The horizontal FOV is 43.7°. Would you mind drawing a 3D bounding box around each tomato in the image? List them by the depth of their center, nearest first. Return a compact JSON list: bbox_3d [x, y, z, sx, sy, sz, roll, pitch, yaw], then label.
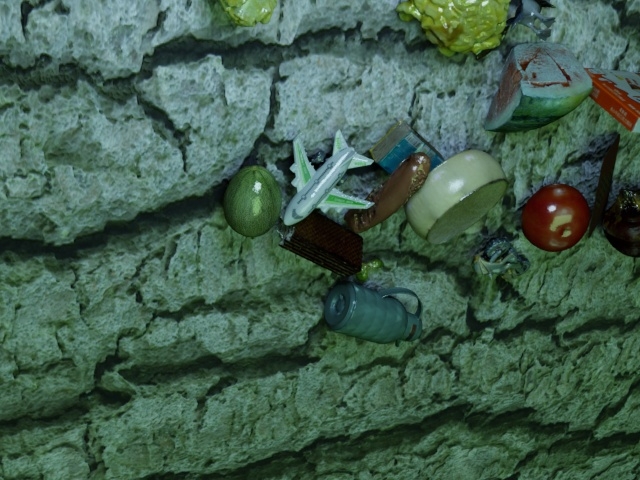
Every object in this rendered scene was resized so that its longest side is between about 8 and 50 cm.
[{"bbox_3d":[0.649,-0.058,2.201,0.195,0.136,0.195,-4,123,-6],"label":"tomato"}]

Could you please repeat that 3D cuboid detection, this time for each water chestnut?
[{"bbox_3d":[0.911,-0.061,2.251,0.224,0.223,0.238,-28,114,1],"label":"water chestnut"}]

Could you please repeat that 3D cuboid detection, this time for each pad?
[{"bbox_3d":[0.780,-0.148,2.197,0.181,0.004,0.267,-45,144,-41],"label":"pad"}]

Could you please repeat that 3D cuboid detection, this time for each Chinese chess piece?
[{"bbox_3d":[0.341,-0.107,2.008,0.270,0.112,0.270,-30,158,-13],"label":"Chinese chess piece"}]

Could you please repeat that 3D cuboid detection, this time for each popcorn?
[{"bbox_3d":[-0.152,-0.496,1.603,0.163,0.141,0.135,3,165,2],"label":"popcorn"},{"bbox_3d":[0.291,-0.501,1.727,0.217,0.181,0.235,-33,123,14],"label":"popcorn"}]

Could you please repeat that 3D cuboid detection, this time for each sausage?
[{"bbox_3d":[0.161,-0.105,1.951,0.079,0.087,0.327,10,148,-31],"label":"sausage"}]

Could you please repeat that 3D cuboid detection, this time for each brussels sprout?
[{"bbox_3d":[0.131,0.075,2.179,0.083,0.046,0.051,-38,125,-3],"label":"brussels sprout"}]

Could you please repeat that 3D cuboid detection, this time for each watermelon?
[{"bbox_3d":[0.511,-0.371,1.947,0.213,0.201,0.262,-8,170,-16],"label":"watermelon"}]

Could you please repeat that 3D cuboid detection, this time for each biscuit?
[{"bbox_3d":[0.000,0.000,2.026,0.252,0.106,0.070,27,143,-32],"label":"biscuit"}]

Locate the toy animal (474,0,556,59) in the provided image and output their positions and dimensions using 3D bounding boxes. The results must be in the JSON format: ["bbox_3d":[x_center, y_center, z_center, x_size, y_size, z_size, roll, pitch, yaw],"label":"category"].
[{"bbox_3d":[0.471,-0.512,1.819,0.197,0.160,0.272,1,131,-23],"label":"toy animal"}]

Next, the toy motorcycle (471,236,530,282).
[{"bbox_3d":[0.510,0.063,2.281,0.130,0.094,0.229,-39,141,16],"label":"toy motorcycle"}]

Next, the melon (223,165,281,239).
[{"bbox_3d":[-0.161,-0.085,1.891,0.139,0.139,0.192,-4,123,-17],"label":"melon"}]

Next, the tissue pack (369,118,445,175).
[{"bbox_3d":[0.219,-0.204,1.978,0.120,0.082,0.169,-44,127,15],"label":"tissue pack"}]

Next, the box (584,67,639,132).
[{"bbox_3d":[0.804,-0.343,1.968,0.265,0.273,0.048,-1,126,-21],"label":"box"}]

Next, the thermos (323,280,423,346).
[{"bbox_3d":[0.165,0.200,2.218,0.287,0.145,0.182,18,114,-32],"label":"thermos"}]

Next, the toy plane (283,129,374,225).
[{"bbox_3d":[0.000,-0.135,1.913,0.251,0.101,0.255,41,96,-17],"label":"toy plane"}]
